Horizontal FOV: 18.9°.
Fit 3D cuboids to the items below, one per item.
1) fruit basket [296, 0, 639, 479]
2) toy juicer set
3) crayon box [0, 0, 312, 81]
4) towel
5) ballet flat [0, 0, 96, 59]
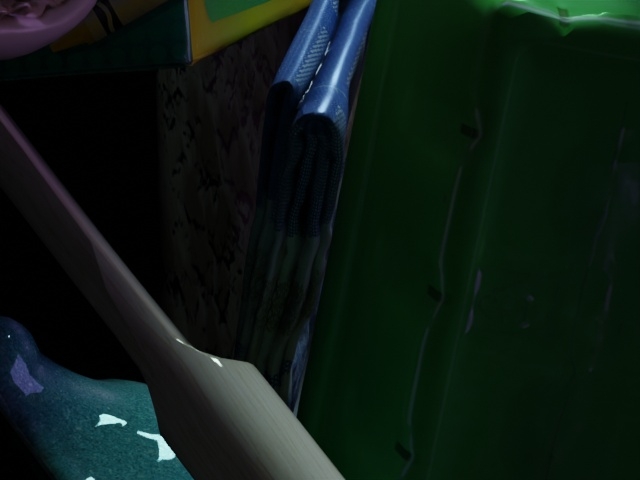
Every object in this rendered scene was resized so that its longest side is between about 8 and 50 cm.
[{"bbox_3d":[0.091,-0.008,0.743,0.353,0.165,0.327,-68,169,-79],"label":"fruit basket"},{"bbox_3d":[-0.031,0.118,0.559,0.209,0.089,0.329,45,-16,35],"label":"toy juicer set"},{"bbox_3d":[-0.060,-0.153,0.672,0.278,0.081,0.165,-50,136,-76],"label":"crayon box"},{"bbox_3d":[0.000,0.000,0.835,0.209,0.034,0.285,-69,171,-51],"label":"towel"},{"bbox_3d":[-0.090,-0.083,0.243,0.248,0.086,0.086,54,34,-67],"label":"ballet flat"}]
